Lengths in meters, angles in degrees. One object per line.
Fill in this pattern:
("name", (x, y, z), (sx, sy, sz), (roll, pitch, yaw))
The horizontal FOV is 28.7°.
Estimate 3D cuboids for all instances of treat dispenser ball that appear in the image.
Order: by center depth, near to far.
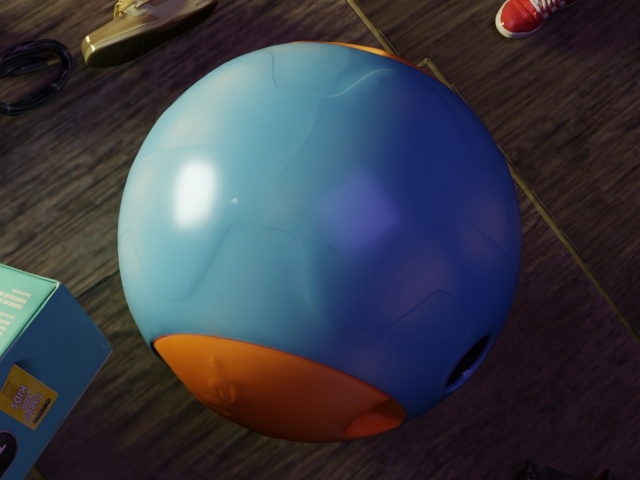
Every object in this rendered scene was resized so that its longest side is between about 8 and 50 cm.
("treat dispenser ball", (0.000, 0.000, 0.901), (0.288, 0.288, 0.288), (7, 71, -20))

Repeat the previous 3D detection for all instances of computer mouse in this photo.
("computer mouse", (-0.305, -0.115, 0.964), (0.242, 0.041, 0.071), (-14, 87, -32))

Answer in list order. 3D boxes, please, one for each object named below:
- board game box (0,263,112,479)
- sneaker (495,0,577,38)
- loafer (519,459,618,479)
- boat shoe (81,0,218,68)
("board game box", (-0.324, 0.147, 0.760), (0.336, 0.254, 0.079), (-58, 143, -25))
("sneaker", (0.221, -0.236, 1.190), (0.118, 0.067, 0.042), (-34, 87, -27))
("loafer", (0.246, 0.223, 1.057), (0.170, 0.062, 0.061), (12, 64, -19))
("boat shoe", (-0.149, -0.185, 1.040), (0.135, 0.050, 0.045), (-32, 83, -37))
